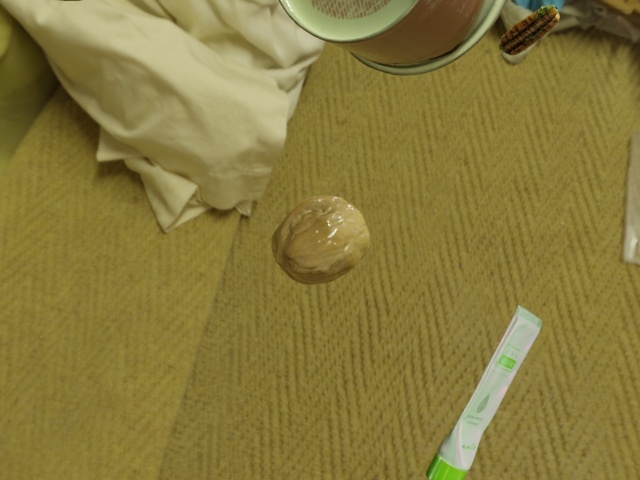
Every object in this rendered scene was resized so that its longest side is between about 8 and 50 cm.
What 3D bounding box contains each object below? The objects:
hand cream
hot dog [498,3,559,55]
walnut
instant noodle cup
[{"bbox_3d":[0.236,0.225,0.772,0.050,0.079,0.275,29,90,20],"label":"hand cream"},{"bbox_3d":[0.369,-0.372,0.964,0.049,0.122,0.037,48,53,-5],"label":"hot dog"},{"bbox_3d":[0.000,0.000,0.893,0.167,0.166,0.149,-11,111,4],"label":"walnut"},{"bbox_3d":[0.065,-0.291,0.556,0.235,0.178,0.234,9,108,28],"label":"instant noodle cup"}]
